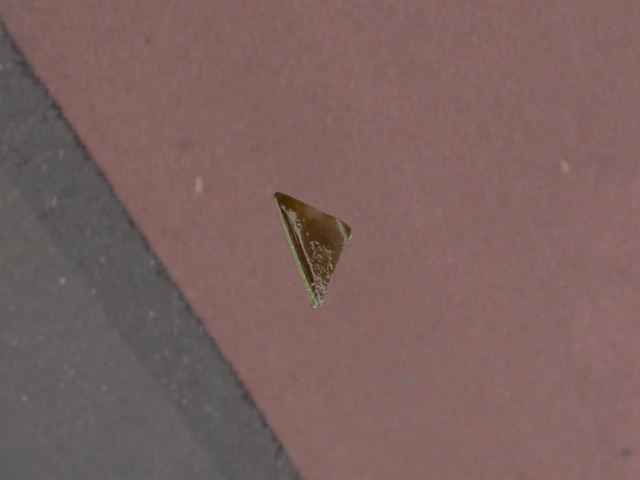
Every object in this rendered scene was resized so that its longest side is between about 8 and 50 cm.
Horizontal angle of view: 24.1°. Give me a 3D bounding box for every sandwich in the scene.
[{"bbox_3d":[0.000,0.000,0.990,0.044,0.031,0.083,-21,85,-4],"label":"sandwich"}]
